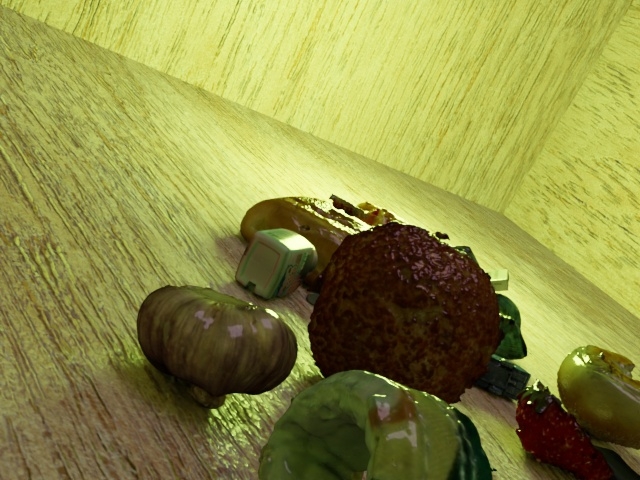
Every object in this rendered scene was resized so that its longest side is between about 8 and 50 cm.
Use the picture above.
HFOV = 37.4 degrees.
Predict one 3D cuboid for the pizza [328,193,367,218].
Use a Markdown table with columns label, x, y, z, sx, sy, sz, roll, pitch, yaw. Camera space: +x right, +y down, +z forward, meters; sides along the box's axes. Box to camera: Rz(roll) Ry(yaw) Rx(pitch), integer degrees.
| label | x | y | z | sx | sy | sz | roll | pitch | yaw |
| --- | --- | --- | --- | --- | --- | --- | --- | --- | --- |
| pizza | 0.063 | -0.072 | 2.197 | 0.100 | 0.029 | 0.099 | 31 | 0 | 4 |

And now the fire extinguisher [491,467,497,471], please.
| label | x | y | z | sx | sy | sz | roll | pitch | yaw |
| --- | --- | --- | --- | --- | --- | --- | --- | --- | --- |
| fire extinguisher | 0.257 | 0.377 | 1.589 | 0.083 | 0.025 | 0.038 | 18 | -5 | -37 |

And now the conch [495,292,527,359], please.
| label | x | y | z | sx | sy | sz | roll | pitch | yaw |
| --- | --- | --- | --- | --- | --- | --- | --- | --- | --- |
| conch | 0.432 | 0.212 | 2.299 | 0.176 | 0.122 | 0.188 | 46 | 19 | 5 |

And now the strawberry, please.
| label | x | y | z | sx | sy | sz | roll | pitch | yaw |
| --- | --- | --- | --- | --- | --- | --- | --- | --- | --- |
| strawberry | 0.450 | 0.387 | 1.801 | 0.236 | 0.111 | 0.190 | 50 | 0 | -11 |

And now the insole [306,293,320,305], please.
| label | x | y | z | sx | sy | sz | roll | pitch | yaw |
| --- | --- | --- | --- | --- | --- | --- | --- | --- | --- |
| insole | 0.061 | 0.142 | 1.968 | 0.188 | 0.004 | 0.064 | 14 | 30 | -6 |

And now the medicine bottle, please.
| label | x | y | z | sx | sy | sz | roll | pitch | yaw |
| --- | --- | --- | --- | --- | --- | --- | --- | --- | --- |
| medicine bottle | -0.078 | 0.043 | 1.893 | 0.094 | 0.119 | 0.188 | 30 | 15 | 19 |

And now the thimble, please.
| label | x | y | z | sx | sy | sz | roll | pitch | yaw |
| --- | --- | --- | --- | --- | --- | --- | --- | --- | --- |
| thimble | 0.051 | 0.283 | 1.074 | 0.167 | 0.254 | 0.288 | 25 | -12 | -28 |

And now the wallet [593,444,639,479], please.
| label | x | y | z | sx | sy | sz | roll | pitch | yaw |
| --- | --- | --- | --- | --- | --- | --- | --- | --- | --- |
| wallet | 0.624 | 0.490 | 1.871 | 0.149 | 0.044 | 0.250 | 22 | 16 | -40 |

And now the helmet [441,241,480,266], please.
| label | x | y | z | sx | sy | sz | roll | pitch | yaw |
| --- | --- | --- | --- | --- | --- | --- | --- | --- | --- |
| helmet | 0.277 | 0.108 | 2.255 | 0.224 | 0.130 | 0.198 | -3 | 60 | -13 |

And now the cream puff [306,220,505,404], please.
| label | x | y | z | sx | sy | sz | roll | pitch | yaw |
| --- | --- | --- | --- | --- | --- | --- | --- | --- | --- |
| cream puff | 0.135 | 0.146 | 1.588 | 0.350 | 0.350 | 0.228 | 29 | 21 | -1 |

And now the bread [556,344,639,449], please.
| label | x | y | z | sx | sy | sz | roll | pitch | yaw |
| --- | --- | --- | --- | --- | --- | --- | --- | --- | --- |
| bread | 0.624 | 0.344 | 2.109 | 0.192 | 0.171 | 0.314 | 23 | 15 | -15 |

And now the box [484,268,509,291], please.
| label | x | y | z | sx | sy | sz | roll | pitch | yaw |
| --- | --- | --- | --- | --- | --- | --- | --- | --- | --- |
| box | 0.351 | 0.109 | 2.390 | 0.245 | 0.035 | 0.139 | -5 | 9 | 14 |

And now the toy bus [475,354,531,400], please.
| label | x | y | z | sx | sy | sz | roll | pitch | yaw |
| --- | --- | --- | --- | --- | --- | --- | --- | --- | --- |
| toy bus | 0.330 | 0.266 | 2.019 | 0.236 | 0.079 | 0.094 | 25 | -1 | -16 |

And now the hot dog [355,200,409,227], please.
| label | x | y | z | sx | sy | sz | roll | pitch | yaw |
| --- | --- | --- | --- | --- | --- | --- | --- | --- | --- |
| hot dog | 0.167 | 0.000 | 2.482 | 0.257 | 0.150 | 0.153 | 32 | 4 | 12 |

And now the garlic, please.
| label | x | y | z | sx | sy | sz | roll | pitch | yaw |
| --- | --- | --- | --- | --- | --- | --- | --- | --- | --- |
| garlic | -0.148 | 0.154 | 1.341 | 0.245 | 0.160 | 0.245 | 12 | 2 | 0 |

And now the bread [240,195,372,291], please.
| label | x | y | z | sx | sy | sz | roll | pitch | yaw |
| --- | --- | --- | --- | --- | --- | --- | --- | --- | --- |
| bread | 0.004 | -0.007 | 2.166 | 0.328 | 0.148 | 0.337 | 34 | 14 | 19 |
